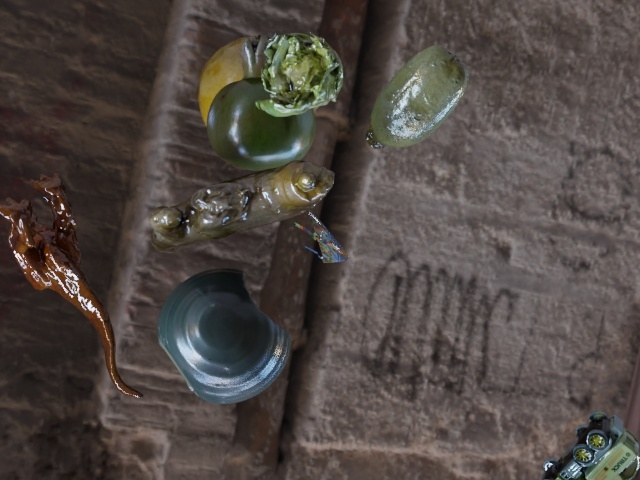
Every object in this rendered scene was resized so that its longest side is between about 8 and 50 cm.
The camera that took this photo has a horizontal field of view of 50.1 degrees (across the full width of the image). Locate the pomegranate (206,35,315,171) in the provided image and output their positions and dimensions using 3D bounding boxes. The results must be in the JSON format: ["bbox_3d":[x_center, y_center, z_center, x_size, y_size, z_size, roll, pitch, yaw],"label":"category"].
[{"bbox_3d":[-0.089,-0.207,1.102,0.179,0.210,0.179,14,-149,-9],"label":"pomegranate"}]

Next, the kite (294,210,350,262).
[{"bbox_3d":[0.000,0.000,1.376,0.160,0.010,0.183,33,156,33],"label":"kite"}]

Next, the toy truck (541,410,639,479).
[{"bbox_3d":[0.465,0.388,1.158,0.116,0.191,0.085,38,-156,13],"label":"toy truck"}]

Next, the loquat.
[{"bbox_3d":[-0.130,-0.311,1.479,0.263,0.263,0.263,12,180,0],"label":"loquat"}]

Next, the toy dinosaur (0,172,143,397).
[{"bbox_3d":[-0.374,0.023,0.952,0.097,0.208,0.432,-21,-137,-26],"label":"toy dinosaur"}]

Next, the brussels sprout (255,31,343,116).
[{"bbox_3d":[-0.016,-0.140,0.573,0.085,0.085,0.058,12,177,26],"label":"brussels sprout"}]

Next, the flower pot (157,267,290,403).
[{"bbox_3d":[-0.138,0.136,0.969,0.189,0.157,0.243,55,165,9],"label":"flower pot"}]

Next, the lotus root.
[{"bbox_3d":[0.123,-0.181,0.924,0.090,0.183,0.077,50,-140,3],"label":"lotus root"}]

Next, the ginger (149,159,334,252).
[{"bbox_3d":[-0.123,-0.047,0.931,0.333,0.080,0.166,-12,171,22],"label":"ginger"}]
